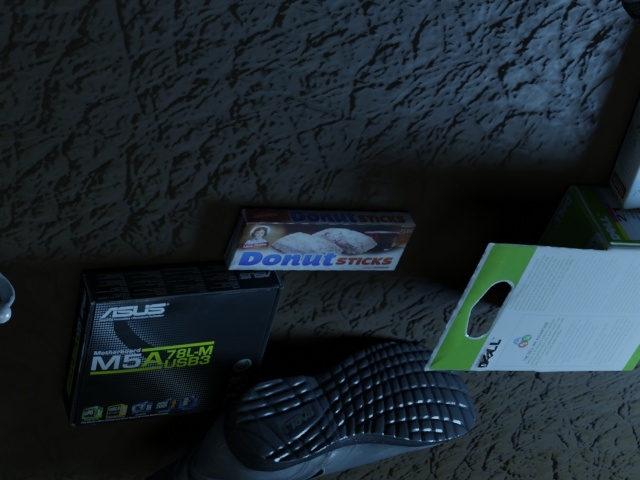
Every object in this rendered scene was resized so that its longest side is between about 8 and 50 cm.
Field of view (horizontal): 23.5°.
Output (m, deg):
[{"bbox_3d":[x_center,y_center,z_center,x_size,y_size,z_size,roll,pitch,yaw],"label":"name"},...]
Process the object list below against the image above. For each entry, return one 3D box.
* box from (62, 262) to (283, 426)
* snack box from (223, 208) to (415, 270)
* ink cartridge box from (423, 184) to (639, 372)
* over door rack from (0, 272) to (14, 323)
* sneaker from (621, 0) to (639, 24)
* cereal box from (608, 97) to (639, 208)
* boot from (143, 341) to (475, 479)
[{"bbox_3d":[-0.146,0.101,1.492,0.190,0.045,0.184,-4,139,-22],"label":"box"},{"bbox_3d":[0.000,0.000,1.467,0.178,0.022,0.064,1,135,-25],"label":"snack box"},{"bbox_3d":[0.235,0.039,1.562,0.255,0.097,0.189,2,134,-24],"label":"ink cartridge box"},{"bbox_3d":[-0.452,0.082,1.286,0.324,0.108,0.239,26,119,-41],"label":"over door rack"},{"bbox_3d":[0.367,-0.243,1.298,0.227,0.087,0.130,-36,114,18],"label":"sneaker"},{"bbox_3d":[0.392,-0.136,1.480,0.173,0.047,0.240,-5,137,-18],"label":"cereal box"},{"bbox_3d":[-0.016,0.211,1.633,0.338,0.118,0.222,-1,152,-38],"label":"boot"}]
